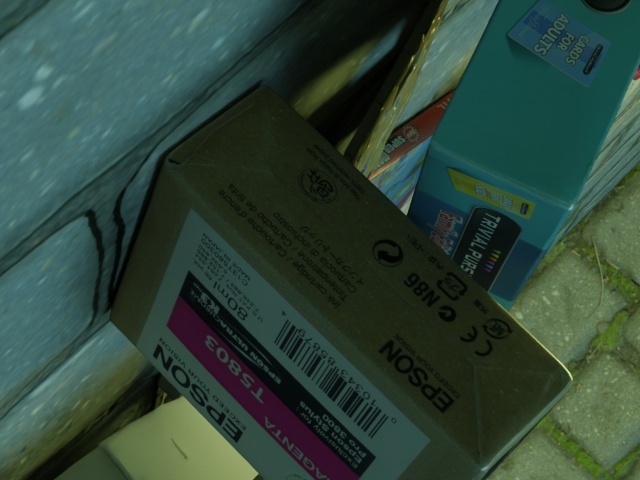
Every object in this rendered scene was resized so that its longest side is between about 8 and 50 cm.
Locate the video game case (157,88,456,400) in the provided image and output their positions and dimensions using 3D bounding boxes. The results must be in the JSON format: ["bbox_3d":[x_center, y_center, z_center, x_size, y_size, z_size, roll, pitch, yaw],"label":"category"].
[{"bbox_3d":[0.000,0.000,1.305,0.285,0.025,0.204,-37,167,-45],"label":"video game case"}]

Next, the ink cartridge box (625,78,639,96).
[{"bbox_3d":[0.213,-0.079,1.778,0.371,0.069,0.176,-48,171,-7],"label":"ink cartridge box"}]

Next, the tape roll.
[{"bbox_3d":[-0.162,0.244,1.302,0.286,0.100,0.286,-37,167,-10],"label":"tape roll"}]

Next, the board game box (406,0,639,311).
[{"bbox_3d":[0.152,-0.137,0.927,0.254,0.079,0.336,98,18,-74],"label":"board game box"}]

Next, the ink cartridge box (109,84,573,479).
[{"bbox_3d":[0.001,0.059,0.921,0.088,0.235,0.193,-40,168,-32],"label":"ink cartridge box"}]

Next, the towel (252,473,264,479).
[{"bbox_3d":[-0.125,0.287,1.202,0.324,0.056,0.312,-37,167,-18],"label":"towel"}]

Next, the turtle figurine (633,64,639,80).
[{"bbox_3d":[0.262,-0.218,1.280,0.234,0.118,0.175,-64,175,29],"label":"turtle figurine"}]

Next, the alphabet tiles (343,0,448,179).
[{"bbox_3d":[0.028,-0.053,1.079,0.198,0.009,0.237,-61,176,-23],"label":"alphabet tiles"}]
